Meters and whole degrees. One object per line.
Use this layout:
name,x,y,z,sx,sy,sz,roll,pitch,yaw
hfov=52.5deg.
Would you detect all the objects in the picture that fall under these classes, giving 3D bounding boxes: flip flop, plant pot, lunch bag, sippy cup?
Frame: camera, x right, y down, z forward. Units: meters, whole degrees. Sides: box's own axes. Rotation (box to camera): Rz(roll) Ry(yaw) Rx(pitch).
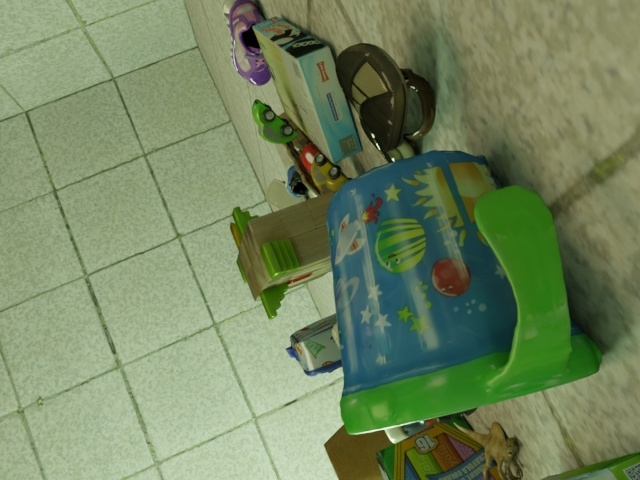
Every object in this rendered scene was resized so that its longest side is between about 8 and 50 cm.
flip flop,0.087,-0.143,0.721,0.112,0.080,0.277,59,-174,18
plant pot,0.146,0.466,1.474,0.237,0.255,0.237,156,90,-82
lunch bag,0.040,0.241,1.573,0.303,0.243,0.114,137,110,-82
sippy cup,0.109,0.044,0.616,0.240,0.306,0.223,2,-111,-49

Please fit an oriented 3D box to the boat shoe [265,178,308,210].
boat shoe,-0.069,-0.102,2.016,0.099,0.116,0.319,19,-166,-33

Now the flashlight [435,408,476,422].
flashlight,0.155,0.150,1.054,0.103,0.103,0.304,35,-163,-34

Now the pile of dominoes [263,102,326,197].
pile of dominoes,-0.019,-0.179,1.387,0.251,0.040,0.196,62,-164,23

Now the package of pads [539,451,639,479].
package of pads,0.291,0.346,0.637,0.296,0.101,0.229,81,164,-66

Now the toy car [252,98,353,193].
toy car,-0.045,-0.172,1.199,0.225,0.053,0.239,37,-170,-22

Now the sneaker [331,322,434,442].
sneaker,0.136,0.232,1.167,0.350,0.148,0.131,59,-176,-46

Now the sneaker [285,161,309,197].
sneaker,-0.064,-0.148,1.839,0.152,0.058,0.084,91,164,-57

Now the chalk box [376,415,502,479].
chalk box,0.245,0.483,1.114,0.289,0.179,0.180,-124,14,-52

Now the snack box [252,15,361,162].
snack box,-0.031,-0.280,1.162,0.322,0.060,0.187,-125,12,-57

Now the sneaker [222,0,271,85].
sneaker,-0.152,-0.435,1.470,0.104,0.095,0.236,53,166,32

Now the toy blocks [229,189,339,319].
toy blocks,0.000,0.000,1.141,0.381,0.261,0.190,130,119,-74

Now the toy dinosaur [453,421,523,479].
toy dinosaur,0.270,0.324,0.995,0.183,0.053,0.092,146,116,-75
